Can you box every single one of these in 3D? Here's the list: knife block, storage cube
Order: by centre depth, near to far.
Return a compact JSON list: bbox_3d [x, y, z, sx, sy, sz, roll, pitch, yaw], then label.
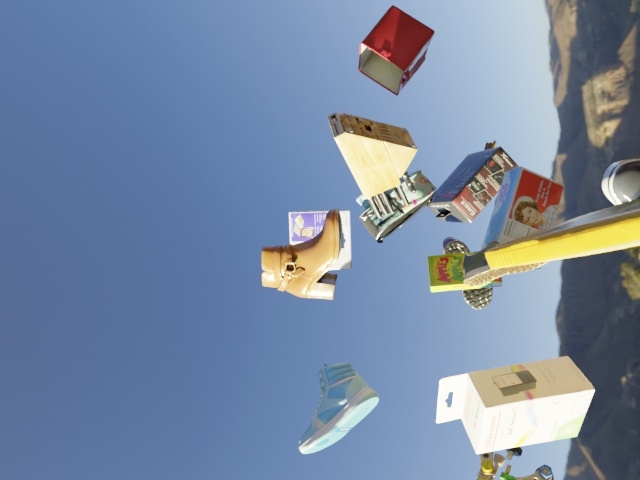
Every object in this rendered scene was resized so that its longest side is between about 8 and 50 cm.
[{"bbox_3d":[0.115,-0.167,1.113,0.276,0.242,0.088,8,-136,-22],"label":"knife block"},{"bbox_3d":[0.271,-0.694,1.662,0.193,0.215,0.183,-52,-8,-7],"label":"storage cube"}]

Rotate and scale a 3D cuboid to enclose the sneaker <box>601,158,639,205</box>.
[{"bbox_3d":[0.787,-0.090,0.989,0.321,0.127,0.126,20,-85,-10],"label":"sneaker"}]

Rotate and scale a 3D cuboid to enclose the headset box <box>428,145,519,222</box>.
[{"bbox_3d":[0.525,-0.183,1.621,0.110,0.218,0.293,43,-95,-10],"label":"headset box"}]

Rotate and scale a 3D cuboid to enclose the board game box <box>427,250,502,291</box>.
[{"bbox_3d":[0.385,0.082,1.217,0.043,0.182,0.092,56,-149,-60],"label":"board game box"}]

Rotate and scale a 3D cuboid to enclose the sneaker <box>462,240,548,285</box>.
[{"bbox_3d":[0.402,0.032,1.005,0.064,0.192,0.086,33,-135,-35],"label":"sneaker"}]

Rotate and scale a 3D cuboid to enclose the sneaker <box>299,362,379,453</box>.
[{"bbox_3d":[0.023,0.536,1.498,0.208,0.319,0.127,53,-171,36],"label":"sneaker"}]

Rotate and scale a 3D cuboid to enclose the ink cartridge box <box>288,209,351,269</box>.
[{"bbox_3d":[0.000,0.000,1.541,0.045,0.209,0.206,-71,-21,-82],"label":"ink cartridge box"}]

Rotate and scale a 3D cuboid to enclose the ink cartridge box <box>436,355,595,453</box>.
[{"bbox_3d":[0.496,0.439,1.189,0.119,0.354,0.207,-103,6,-56],"label":"ink cartridge box"}]

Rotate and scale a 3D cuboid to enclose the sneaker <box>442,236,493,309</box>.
[{"bbox_3d":[0.531,0.109,1.639,0.283,0.107,0.124,62,-170,-11],"label":"sneaker"}]

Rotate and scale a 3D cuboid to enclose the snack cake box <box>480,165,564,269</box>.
[{"bbox_3d":[0.588,-0.062,1.321,0.152,0.089,0.264,21,-97,-7],"label":"snack cake box"}]

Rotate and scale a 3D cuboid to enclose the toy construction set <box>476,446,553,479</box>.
[{"bbox_3d":[0.613,0.841,1.550,0.237,0.258,0.308,-53,-14,-27],"label":"toy construction set"}]

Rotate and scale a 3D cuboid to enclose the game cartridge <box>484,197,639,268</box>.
[{"bbox_3d":[0.486,-0.030,0.752,0.286,0.324,0.052,-17,-93,-21],"label":"game cartridge"}]

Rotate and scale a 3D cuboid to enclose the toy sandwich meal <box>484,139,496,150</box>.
[{"bbox_3d":[0.676,-0.363,1.806,0.085,0.029,0.085,-42,-37,-43],"label":"toy sandwich meal"}]

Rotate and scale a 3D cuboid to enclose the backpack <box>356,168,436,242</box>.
[{"bbox_3d":[0.256,-0.140,1.522,0.191,0.254,0.225,56,-161,2],"label":"backpack"}]

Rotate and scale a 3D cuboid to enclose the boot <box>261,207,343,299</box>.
[{"bbox_3d":[-0.053,0.030,1.280,0.109,0.220,0.283,-69,-13,-62],"label":"boot"}]

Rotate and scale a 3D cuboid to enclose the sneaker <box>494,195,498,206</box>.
[{"bbox_3d":[0.808,-0.068,1.857,0.107,0.110,0.275,78,166,-71],"label":"sneaker"}]
